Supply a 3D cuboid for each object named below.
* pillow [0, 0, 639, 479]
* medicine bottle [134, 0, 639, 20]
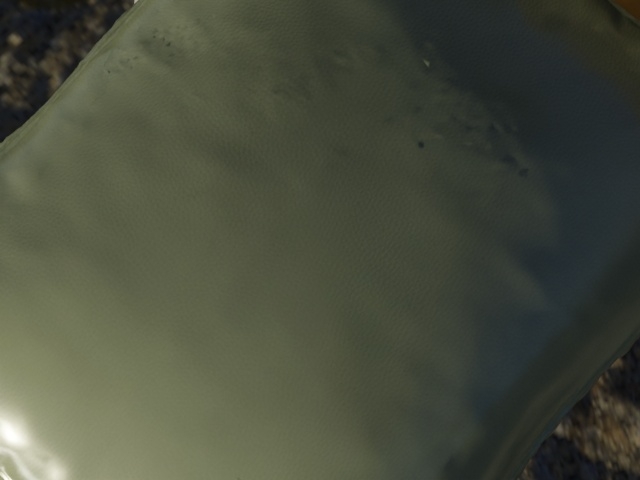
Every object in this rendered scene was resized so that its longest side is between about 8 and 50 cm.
[{"bbox_3d":[0.000,0.000,0.614,0.255,0.120,0.322,40,77,3],"label":"pillow"},{"bbox_3d":[0.071,-0.140,1.018,0.242,0.395,0.242,-2,87,52],"label":"medicine bottle"}]
